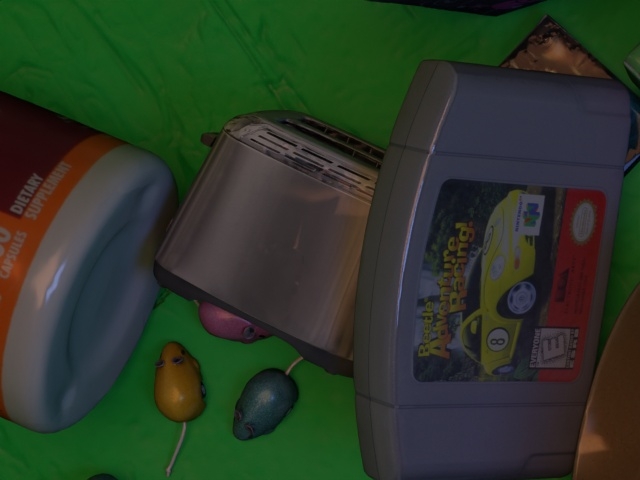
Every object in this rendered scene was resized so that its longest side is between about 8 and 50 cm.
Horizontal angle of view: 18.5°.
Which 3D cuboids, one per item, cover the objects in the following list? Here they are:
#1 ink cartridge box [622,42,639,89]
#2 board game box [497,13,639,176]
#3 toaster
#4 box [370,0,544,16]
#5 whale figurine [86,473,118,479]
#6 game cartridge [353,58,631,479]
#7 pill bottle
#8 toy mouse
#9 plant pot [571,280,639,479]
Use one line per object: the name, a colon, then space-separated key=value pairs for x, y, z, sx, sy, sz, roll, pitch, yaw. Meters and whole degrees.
ink cartridge box: x=0.386 y=-0.086 z=1.358 sx=0.211 sy=0.121 sz=0.289 roll=-43 pitch=78 yaw=6
board game box: x=0.150 y=-0.059 z=1.458 sx=0.126 sy=0.026 sz=0.186 roll=44 pitch=95 yaw=12
toaster: x=0.000 y=0.000 z=1.422 sx=0.227 sy=0.129 sz=0.146 roll=26 pitch=105 yaw=17
box: x=0.159 y=-0.252 z=1.355 sx=0.247 sy=0.163 sz=0.142 roll=-12 pitch=82 yaw=43
whale figurine: x=-0.110 y=0.272 z=1.421 sx=0.216 sy=0.141 sz=0.272 roll=-38 pitch=65 yaw=-21
game cartridge: x=0.115 y=0.026 z=1.364 sx=0.060 sy=0.196 sz=0.294 roll=18 pitch=103 yaw=56
pill bottle: x=-0.325 y=-0.029 z=1.461 sx=0.392 sy=0.224 sz=0.224 roll=22 pitch=90 yaw=13
toy mouse: x=-0.061 y=0.092 z=1.491 sx=0.143 sy=0.031 sz=0.161 roll=-8 pitch=84 yaw=12
plant pot: x=0.336 y=0.164 z=1.300 sx=0.274 sy=0.256 sz=0.256 roll=11 pitch=88 yaw=-9
